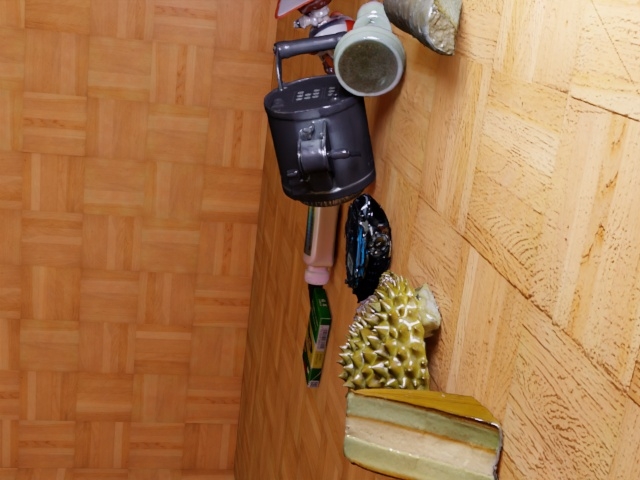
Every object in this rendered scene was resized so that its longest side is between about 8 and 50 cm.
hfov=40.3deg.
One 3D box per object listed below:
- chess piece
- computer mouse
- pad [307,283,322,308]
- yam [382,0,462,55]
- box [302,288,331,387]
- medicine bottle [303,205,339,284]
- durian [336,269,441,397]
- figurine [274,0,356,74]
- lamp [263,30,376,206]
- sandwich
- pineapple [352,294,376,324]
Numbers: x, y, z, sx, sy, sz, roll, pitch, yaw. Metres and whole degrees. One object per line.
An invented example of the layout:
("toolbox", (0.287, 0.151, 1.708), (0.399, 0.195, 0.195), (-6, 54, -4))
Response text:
("chess piece", (0.102, -0.411, 1.742), (0.271, 0.139, 0.139), (-83, 4, -48))
("computer mouse", (0.095, 0.018, 1.710), (0.146, 0.078, 0.241), (-106, 19, -60))
("pad", (-0.007, 0.080, 2.409), (0.181, 0.004, 0.267), (-101, 17, -51))
("yam", (0.171, -0.361, 1.369), (0.259, 0.106, 0.106), (-118, 33, -64))
("box", (-0.011, 0.257, 2.296), (0.132, 0.034, 0.235), (-104, 21, -56))
("medicine bottle", (0.000, 0.000, 2.201), (0.115, 0.078, 0.219), (-135, 49, -73))
("durian", (0.127, 0.174, 1.400), (0.172, 0.166, 0.306), (-32, 55, 39))
("figurine", (0.027, -0.459, 1.939), (0.226, 0.160, 0.183), (57, -161, -26))
("lamp", (0.002, -0.212, 1.818), (0.272, 0.205, 0.374), (76, -169, -47))
("sandwich", (0.132, 0.274, 1.181), (0.144, 0.187, 0.117), (-129, 43, -83))
("pineapple", (0.095, 0.194, 1.640), (0.103, 0.083, 0.221), (-101, 15, -54))
